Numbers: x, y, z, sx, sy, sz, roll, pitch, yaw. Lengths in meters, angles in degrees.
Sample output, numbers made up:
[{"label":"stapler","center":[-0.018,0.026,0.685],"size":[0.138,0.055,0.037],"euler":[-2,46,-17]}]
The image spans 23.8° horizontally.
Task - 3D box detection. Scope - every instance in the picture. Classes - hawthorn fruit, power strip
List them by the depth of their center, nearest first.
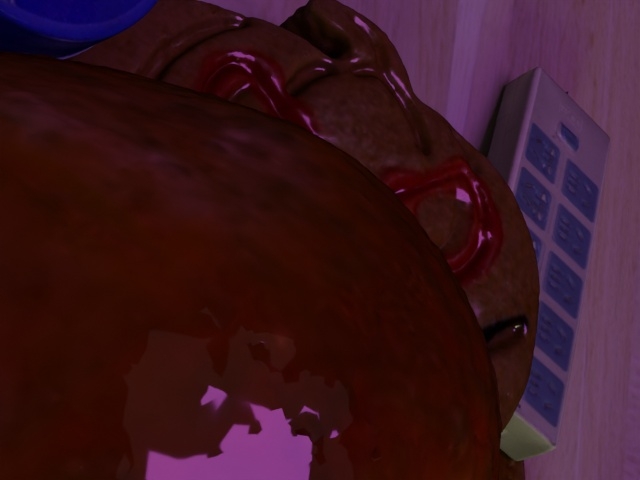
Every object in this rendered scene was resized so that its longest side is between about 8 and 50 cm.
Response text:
[{"label":"hawthorn fruit","center":[-0.136,0.085,0.667],"size":[0.403,0.403,0.403],"euler":[14,71,-45]},{"label":"power strip","center":[0.165,0.003,1.197],"size":[0.106,0.043,0.367],"euler":[41,45,-24]}]

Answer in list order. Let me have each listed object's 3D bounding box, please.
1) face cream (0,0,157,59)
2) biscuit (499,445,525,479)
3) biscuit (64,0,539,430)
[{"label":"face cream","center":[-0.188,-0.196,0.855],"size":[0.206,0.111,0.206],"euler":[15,70,-45]},{"label":"biscuit","center":[0.006,0.217,0.999],"size":[0.432,0.064,0.283],"euler":[-5,74,-47]},{"label":"biscuit","center":[-0.009,-0.016,0.968],"size":[0.367,0.063,0.314],"euler":[25,65,-21]}]
